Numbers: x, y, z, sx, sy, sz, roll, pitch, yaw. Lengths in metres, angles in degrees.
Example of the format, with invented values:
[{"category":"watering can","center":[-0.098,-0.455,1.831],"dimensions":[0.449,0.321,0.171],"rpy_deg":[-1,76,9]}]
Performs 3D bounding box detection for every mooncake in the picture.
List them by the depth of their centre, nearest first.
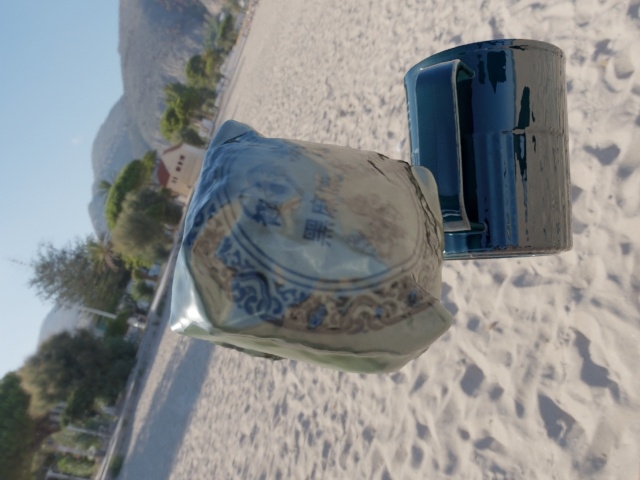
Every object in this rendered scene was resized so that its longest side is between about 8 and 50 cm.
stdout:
[{"category":"mooncake","center":[0.001,-0.003,0.481],"dimensions":[0.254,0.250,0.136],"rpy_deg":[-85,12,-45]}]

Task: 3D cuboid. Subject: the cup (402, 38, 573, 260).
[{"category":"cup","center":[0.253,-0.119,0.758],"dimensions":[0.308,0.242,0.292],"rpy_deg":[29,-121,-84]}]
